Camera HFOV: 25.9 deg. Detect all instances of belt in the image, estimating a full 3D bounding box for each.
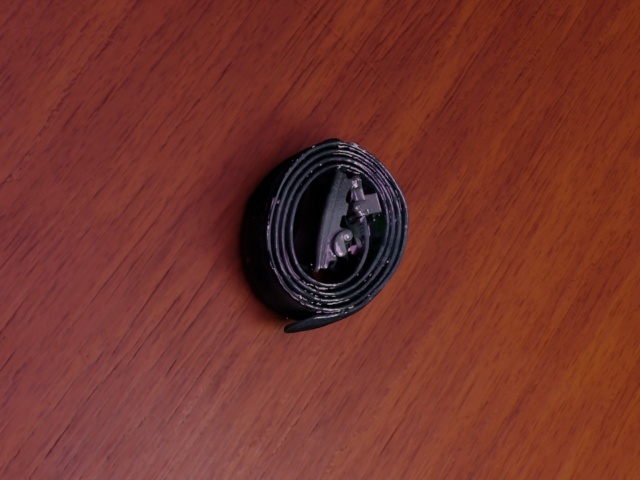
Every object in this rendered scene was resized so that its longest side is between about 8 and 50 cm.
[{"bbox_3d":[0.000,0.000,1.843,0.206,0.116,0.267,31,67,-19],"label":"belt"}]
